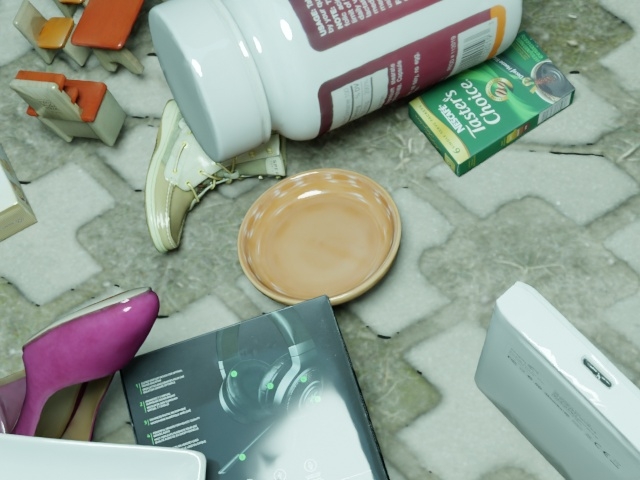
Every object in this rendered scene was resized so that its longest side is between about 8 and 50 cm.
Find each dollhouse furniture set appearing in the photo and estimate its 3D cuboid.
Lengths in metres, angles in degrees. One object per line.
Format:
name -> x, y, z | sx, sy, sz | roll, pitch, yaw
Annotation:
dollhouse furniture set -> -0.277, -0.262, 1.188 | 0.261, 0.135, 0.259 | 8, 67, 23

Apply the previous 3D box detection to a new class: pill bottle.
pill bottle -> 0.016, -0.252, 1.098 | 0.392, 0.224, 0.224 | -25, 69, -14

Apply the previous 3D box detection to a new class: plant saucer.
plant saucer -> 0.000, 0.000, 1.129 | 0.199, 0.037, 0.200 | -6, 54, 8

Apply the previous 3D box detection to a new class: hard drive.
hard drive -> 0.240, 0.166, 0.917 | 0.040, 0.307, 0.203 | -40, 71, -9

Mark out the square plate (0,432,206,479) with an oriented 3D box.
square plate -> -0.301, 0.358, 0.885 | 0.347, 0.049, 0.344 | 6, 71, -1

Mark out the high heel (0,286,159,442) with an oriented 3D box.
high heel -> -0.241, 0.183, 0.971 | 0.127, 0.377, 0.181 | -22, 80, -43

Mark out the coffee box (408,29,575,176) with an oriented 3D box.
coffee box -> 0.216, -0.175, 1.189 | 0.184, 0.040, 0.113 | -32, 69, -6

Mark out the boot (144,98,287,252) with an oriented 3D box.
boot -> -0.126, -0.083, 1.171 | 0.165, 0.077, 0.213 | 2, 63, 7

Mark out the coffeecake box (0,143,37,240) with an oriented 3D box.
coffeecake box -> -0.475, -0.075, 1.212 | 0.142, 0.068, 0.186 | -29, 70, -5

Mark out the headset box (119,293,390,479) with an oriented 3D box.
headset box -> -0.066, 0.221, 1.025 | 0.246, 0.131, 0.283 | -19, 69, -1
